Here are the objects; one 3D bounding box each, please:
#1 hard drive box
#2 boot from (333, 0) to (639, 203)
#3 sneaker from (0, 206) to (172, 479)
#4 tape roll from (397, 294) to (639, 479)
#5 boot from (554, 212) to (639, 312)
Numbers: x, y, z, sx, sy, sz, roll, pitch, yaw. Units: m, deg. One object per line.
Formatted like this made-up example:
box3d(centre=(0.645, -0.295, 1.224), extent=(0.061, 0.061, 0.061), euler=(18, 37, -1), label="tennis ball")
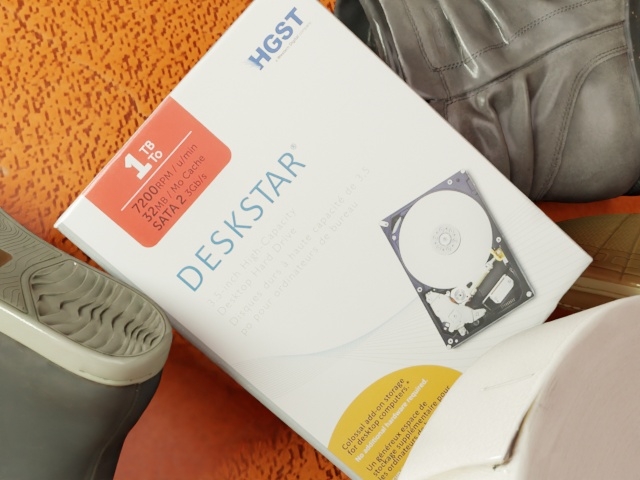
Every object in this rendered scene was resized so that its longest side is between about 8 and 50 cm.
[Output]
box3d(centre=(0.000, 0.000, 0.644), extent=(0.232, 0.089, 0.181), euler=(41, 85, -10), label="hard drive box")
box3d(centre=(0.108, -0.174, 0.775), extent=(0.223, 0.118, 0.338), euler=(-9, 75, -23), label="boot")
box3d(centre=(-0.187, 0.045, 0.579), extent=(0.222, 0.118, 0.083), euler=(31, 30, 14), label="sneaker")
box3d(centre=(0.187, 0.218, 0.563), extent=(0.392, 0.072, 0.392), euler=(20, 58, -36), label="tape roll")
box3d(centre=(0.259, 0.092, 0.766), extent=(0.095, 0.262, 0.203), euler=(-53, 144, -50), label="boot")
